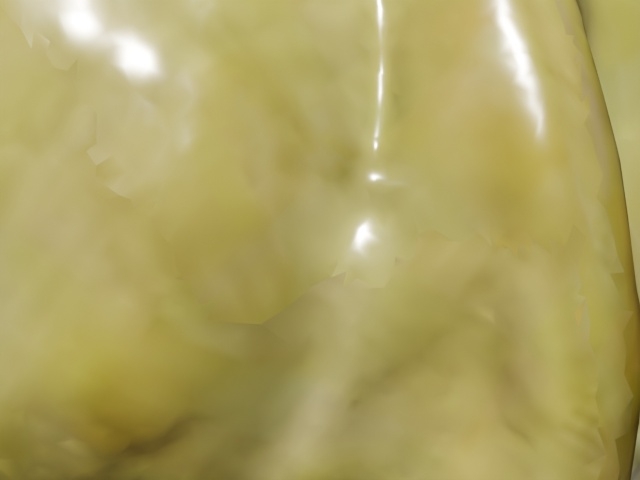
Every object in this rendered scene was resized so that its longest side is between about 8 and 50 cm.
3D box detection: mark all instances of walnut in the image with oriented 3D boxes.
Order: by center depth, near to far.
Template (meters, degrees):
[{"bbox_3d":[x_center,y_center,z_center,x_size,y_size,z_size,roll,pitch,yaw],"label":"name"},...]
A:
[{"bbox_3d":[-0.002,0.000,0.485,0.282,0.276,0.253,7,37,0],"label":"walnut"}]
